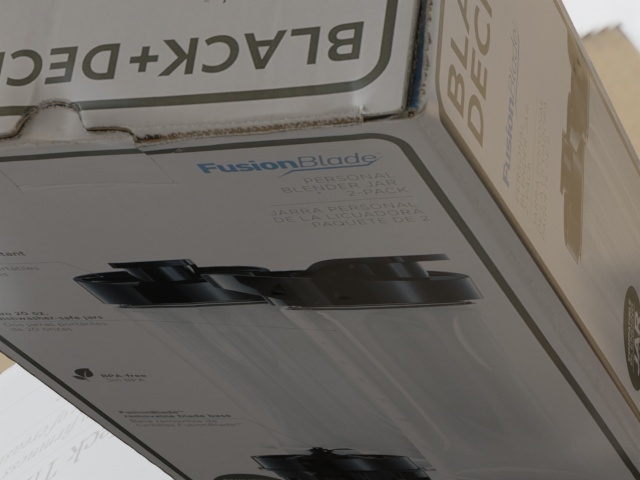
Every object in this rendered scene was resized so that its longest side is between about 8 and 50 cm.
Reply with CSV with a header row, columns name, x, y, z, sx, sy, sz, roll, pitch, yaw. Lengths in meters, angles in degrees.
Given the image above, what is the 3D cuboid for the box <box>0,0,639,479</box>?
name,x,y,z,sx,sy,sz,roll,pitch,yaw
box,0.000,0.000,0.534,0.169,0.087,0.290,-3,-25,23

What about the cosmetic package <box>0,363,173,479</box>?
name,x,y,z,sx,sy,sz,roll,pitch,yaw
cosmetic package,-0.012,0.221,1.013,0.329,0.393,0.327,-35,-67,28
